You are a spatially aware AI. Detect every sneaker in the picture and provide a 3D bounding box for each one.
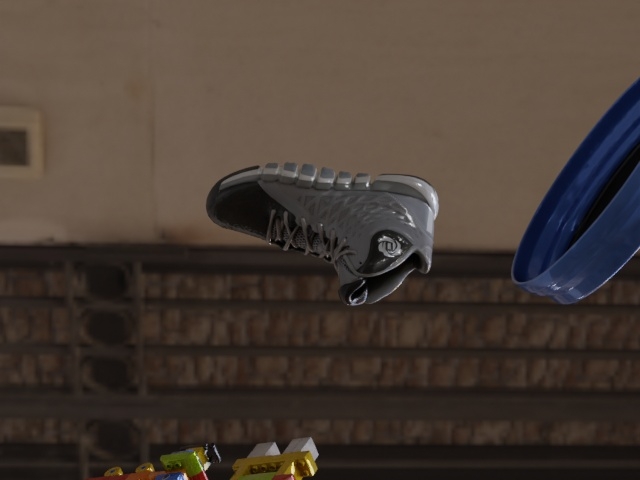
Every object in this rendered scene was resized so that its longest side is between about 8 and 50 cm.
[{"bbox_3d":[0.000,0.000,1.201,0.086,0.228,0.132,85,5,-55],"label":"sneaker"}]

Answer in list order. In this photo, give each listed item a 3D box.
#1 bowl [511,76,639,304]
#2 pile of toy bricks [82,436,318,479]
[{"bbox_3d":[0.412,-0.078,1.761,0.391,0.077,0.391,-55,-176,5],"label":"bowl"},{"bbox_3d":[-0.094,0.218,0.904,0.105,0.212,0.118,-47,119,-55],"label":"pile of toy bricks"}]
